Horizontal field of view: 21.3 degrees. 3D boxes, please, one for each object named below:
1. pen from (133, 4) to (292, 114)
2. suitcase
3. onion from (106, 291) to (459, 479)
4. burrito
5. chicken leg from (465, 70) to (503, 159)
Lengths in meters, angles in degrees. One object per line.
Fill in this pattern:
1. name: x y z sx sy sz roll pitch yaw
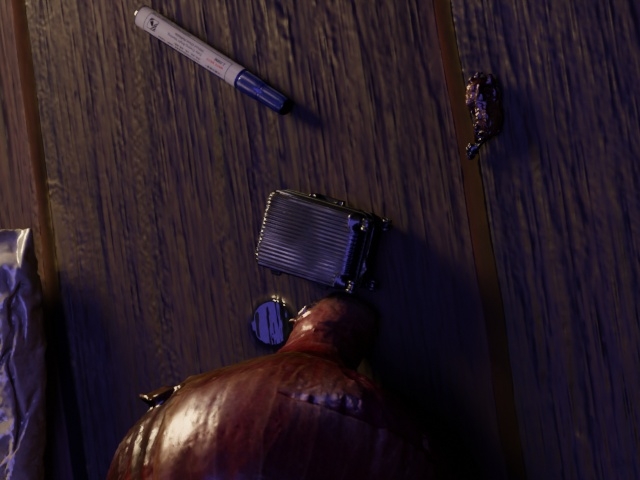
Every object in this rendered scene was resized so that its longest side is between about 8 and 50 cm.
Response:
1. pen: -0.110 -0.183 1.733 0.204 0.025 0.025 34 106 23
2. suitcase: 0.000 0.000 1.655 0.126 0.059 0.086 16 97 27
3. onion: -0.020 0.211 1.560 0.348 0.348 0.385 -6 49 28
4. burrito: -0.348 0.183 1.835 0.117 0.076 0.392 0 92 27
5. chicken leg: 0.153 -0.116 1.593 0.036 0.021 0.083 2 96 19
